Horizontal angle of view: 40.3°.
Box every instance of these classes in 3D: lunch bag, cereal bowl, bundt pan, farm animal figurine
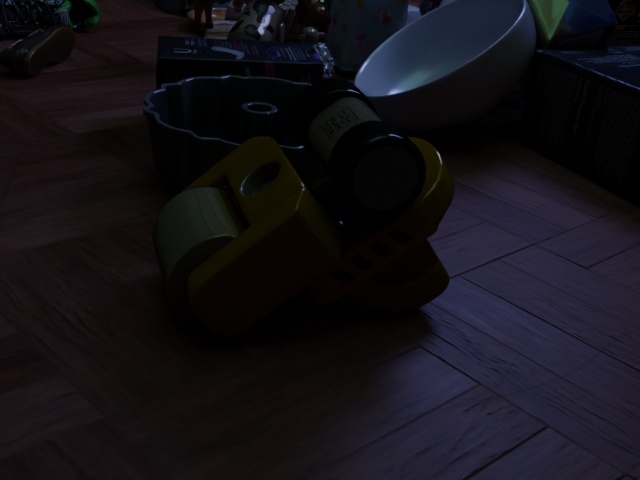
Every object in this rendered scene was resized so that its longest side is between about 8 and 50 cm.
[{"bbox_3d":[0.083,-0.505,1.949,0.160,0.223,0.262,2,24,-20],"label":"lunch bag"},{"bbox_3d":[0.240,-0.307,1.592,0.339,0.141,0.339,-26,27,15],"label":"cereal bowl"},{"bbox_3d":[-0.094,-0.137,1.272,0.331,0.124,0.331,6,26,-3],"label":"bundt pan"},{"bbox_3d":[-0.136,-0.455,1.737,0.331,0.172,0.326,3,57,-5],"label":"farm animal figurine"}]

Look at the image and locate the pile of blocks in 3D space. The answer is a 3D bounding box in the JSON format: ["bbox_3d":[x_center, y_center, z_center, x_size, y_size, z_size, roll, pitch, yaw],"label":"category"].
[{"bbox_3d":[-0.080,-0.546,2.102,0.362,0.112,0.149,-13,56,-30],"label":"pile of blocks"}]

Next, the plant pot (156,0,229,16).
[{"bbox_3d":[-0.291,-0.719,2.337,0.290,0.195,0.290,6,26,-3],"label":"plant pot"}]

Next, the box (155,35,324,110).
[{"bbox_3d":[-0.141,-0.256,1.479,0.271,0.143,0.165,1,25,-10],"label":"box"}]

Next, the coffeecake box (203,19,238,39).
[{"bbox_3d":[-0.179,-0.427,1.908,0.142,0.068,0.185,3,26,-4],"label":"coffeecake box"}]

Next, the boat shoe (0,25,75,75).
[{"bbox_3d":[-0.558,-0.382,1.725,0.073,0.073,0.207,12,26,8],"label":"boat shoe"}]

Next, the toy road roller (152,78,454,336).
[{"bbox_3d":[0.000,0.000,0.988,0.330,0.240,0.202,-35,32,2],"label":"toy road roller"}]

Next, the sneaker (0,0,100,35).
[{"bbox_3d":[-0.631,-0.513,1.908,0.146,0.134,0.344,22,30,28],"label":"sneaker"}]

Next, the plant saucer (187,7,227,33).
[{"bbox_3d":[-0.229,-0.536,2.155,0.200,0.037,0.200,6,27,-3],"label":"plant saucer"}]

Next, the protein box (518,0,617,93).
[{"bbox_3d":[0.433,-0.422,1.654,0.136,0.201,0.199,-16,73,-6],"label":"protein box"}]

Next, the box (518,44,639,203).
[{"bbox_3d":[0.587,-0.215,1.520,0.343,0.178,0.312,-8,29,-27],"label":"box"}]

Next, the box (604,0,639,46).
[{"bbox_3d":[0.670,-0.405,1.839,0.322,0.257,0.079,-9,29,-27],"label":"box"}]

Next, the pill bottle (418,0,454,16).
[{"bbox_3d":[0.280,-0.472,1.804,0.108,0.108,0.193,0,27,-13],"label":"pill bottle"}]

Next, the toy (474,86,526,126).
[{"bbox_3d":[0.348,-0.281,1.741,0.137,0.056,0.237,29,34,36],"label":"toy"}]

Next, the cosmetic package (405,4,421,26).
[{"bbox_3d":[0.149,-0.538,2.155,0.086,0.117,0.231,-11,32,-33],"label":"cosmetic package"}]
